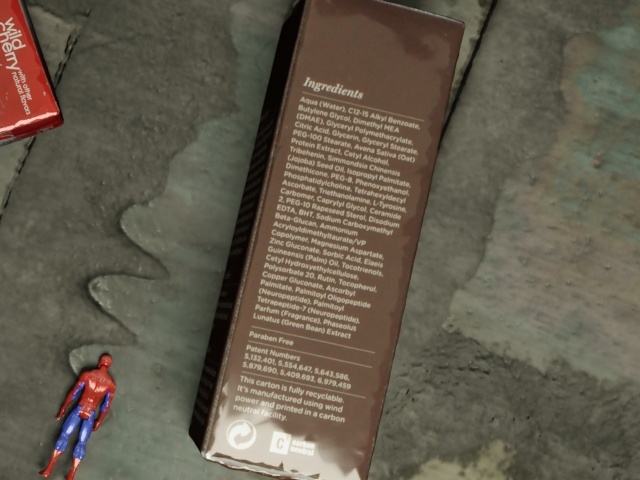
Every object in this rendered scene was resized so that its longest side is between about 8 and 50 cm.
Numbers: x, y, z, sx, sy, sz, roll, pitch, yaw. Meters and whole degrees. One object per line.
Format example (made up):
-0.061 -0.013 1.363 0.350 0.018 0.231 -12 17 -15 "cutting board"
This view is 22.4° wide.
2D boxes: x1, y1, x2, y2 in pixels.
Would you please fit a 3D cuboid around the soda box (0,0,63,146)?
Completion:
-0.300 -0.210 1.355 0.092 0.083 0.263 -19 91 -7 "soda box"

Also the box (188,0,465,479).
0.000 0.000 1.334 0.143 0.191 0.381 12 87 -7 "box"

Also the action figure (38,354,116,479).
-0.204 0.151 1.380 0.038 0.030 0.115 25 80 -11 "action figure"
